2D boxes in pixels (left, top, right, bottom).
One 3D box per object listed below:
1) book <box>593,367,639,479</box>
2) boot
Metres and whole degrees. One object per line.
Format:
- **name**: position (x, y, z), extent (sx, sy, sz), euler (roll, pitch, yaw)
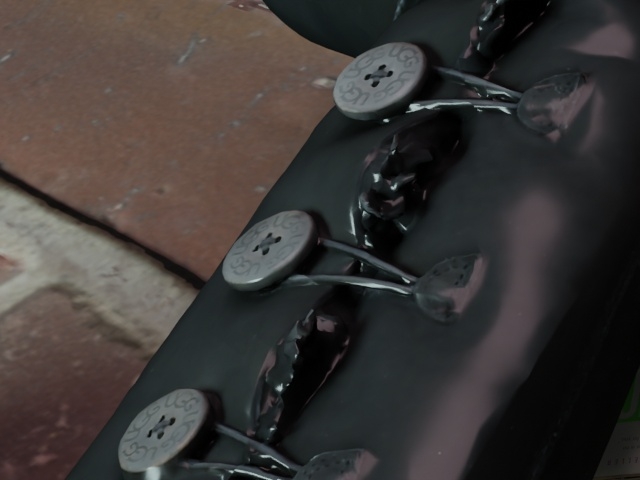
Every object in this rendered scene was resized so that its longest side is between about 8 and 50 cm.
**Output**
- **book**: position (0.153, 0.031, 0.723), extent (0.096, 0.035, 0.144), euler (-14, 49, 41)
- **boot**: position (0.001, 0.000, 0.786), extent (0.367, 0.146, 0.445), euler (-5, 52, 54)
